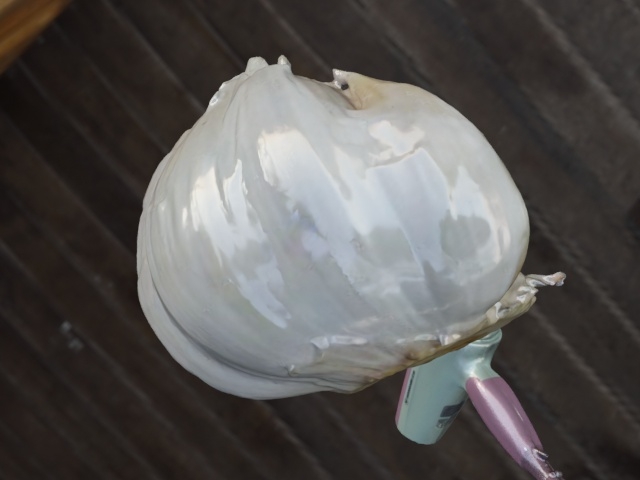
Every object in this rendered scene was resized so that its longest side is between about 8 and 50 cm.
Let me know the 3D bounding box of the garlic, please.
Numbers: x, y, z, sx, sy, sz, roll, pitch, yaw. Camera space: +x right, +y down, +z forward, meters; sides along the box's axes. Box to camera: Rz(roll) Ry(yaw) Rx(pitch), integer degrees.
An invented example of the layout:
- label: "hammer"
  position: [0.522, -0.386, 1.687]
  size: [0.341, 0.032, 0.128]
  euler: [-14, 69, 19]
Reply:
- label: "garlic"
  position: [-0.003, -0.003, 0.404]
  size: [0.113, 0.074, 0.094]
  euler: [-27, 91, 29]

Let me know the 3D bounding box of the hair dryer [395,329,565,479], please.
- label: "hair dryer"
  position: [0.112, 0.120, 1.085]
  size: [0.154, 0.054, 0.106]
  euler: [46, 129, 44]
